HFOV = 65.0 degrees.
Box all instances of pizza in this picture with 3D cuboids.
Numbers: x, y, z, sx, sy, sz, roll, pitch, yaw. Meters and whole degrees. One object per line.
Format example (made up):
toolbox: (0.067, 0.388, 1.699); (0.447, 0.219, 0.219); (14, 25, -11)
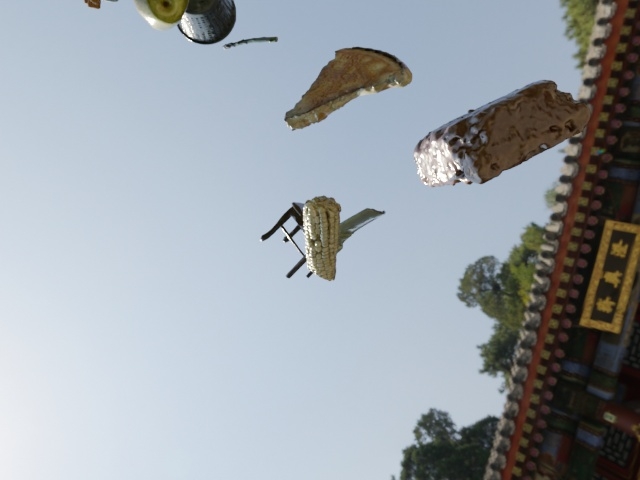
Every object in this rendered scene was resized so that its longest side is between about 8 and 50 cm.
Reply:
pizza: (0.028, -0.222, 0.760); (0.195, 0.185, 0.052); (-36, -50, -10)

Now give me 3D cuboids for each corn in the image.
corn: (0.000, 0.000, 1.119); (0.087, 0.087, 0.211); (-18, -52, -31)

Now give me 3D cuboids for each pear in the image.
pear: (-0.362, -0.544, 1.108); (0.104, 0.141, 0.141); (12, -86, -47)

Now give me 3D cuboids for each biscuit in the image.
biscuit: (0.447, -0.278, 1.335); (0.342, 0.395, 0.167); (-25, -82, -8)

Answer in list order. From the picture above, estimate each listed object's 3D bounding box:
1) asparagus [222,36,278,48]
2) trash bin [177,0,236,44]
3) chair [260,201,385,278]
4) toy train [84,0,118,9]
asparagus: (-0.163, -0.443, 1.123); (0.016, 0.162, 0.016); (-54, -42, -40)
trash bin: (-0.314, -0.623, 1.306); (0.175, 0.161, 0.176); (0, -88, -2)
chair: (0.007, -0.044, 1.454); (0.319, 0.186, 0.160); (-43, -20, 19)
toy train: (-0.368, -0.434, 0.756); (0.127, 0.219, 0.089); (-3, -40, -33)
